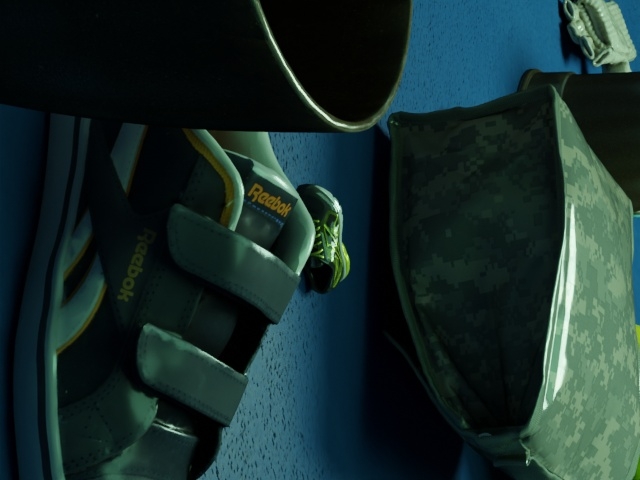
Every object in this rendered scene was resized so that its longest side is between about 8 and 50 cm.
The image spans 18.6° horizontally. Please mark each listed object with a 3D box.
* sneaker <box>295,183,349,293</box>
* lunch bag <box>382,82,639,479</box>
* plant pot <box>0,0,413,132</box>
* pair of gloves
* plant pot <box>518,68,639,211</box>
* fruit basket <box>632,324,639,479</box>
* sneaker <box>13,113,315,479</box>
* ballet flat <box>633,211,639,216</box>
[{"bbox_3d":[0.000,0.000,1.353,0.035,0.031,0.083,-62,140,-52],"label":"sneaker"},{"bbox_3d":[0.155,0.064,1.531,0.235,0.169,0.287,43,41,-57],"label":"lunch bag"},{"bbox_3d":[-0.103,-0.142,0.891,0.215,0.230,0.215,-6,90,-68],"label":"plant pot"},{"bbox_3d":[0.337,-0.164,2.112,0.204,0.042,0.240,-3,69,-66],"label":"pair of gloves"},{"bbox_3d":[0.293,-0.093,1.899,0.167,0.165,0.167,-5,90,-67],"label":"plant pot"},{"bbox_3d":[0.308,0.203,1.699,0.392,0.283,0.392,-7,90,-68],"label":"fruit basket"},{"bbox_3d":[-0.080,0.024,1.043,0.126,0.128,0.321,34,55,-63],"label":"sneaker"},{"bbox_3d":[0.347,-0.065,2.157,0.168,0.057,0.052,-42,137,-73],"label":"ballet flat"}]
